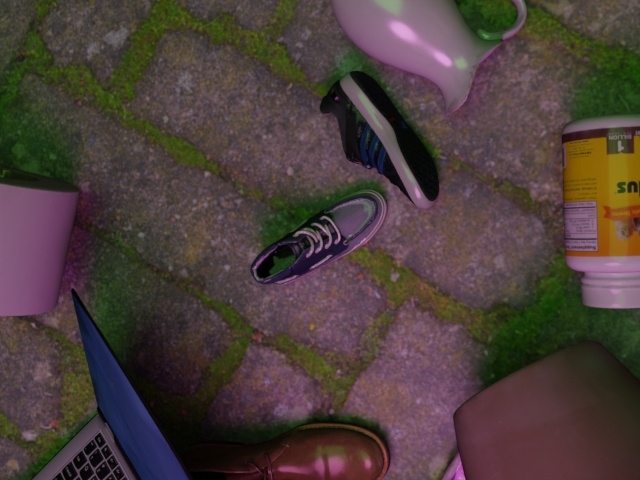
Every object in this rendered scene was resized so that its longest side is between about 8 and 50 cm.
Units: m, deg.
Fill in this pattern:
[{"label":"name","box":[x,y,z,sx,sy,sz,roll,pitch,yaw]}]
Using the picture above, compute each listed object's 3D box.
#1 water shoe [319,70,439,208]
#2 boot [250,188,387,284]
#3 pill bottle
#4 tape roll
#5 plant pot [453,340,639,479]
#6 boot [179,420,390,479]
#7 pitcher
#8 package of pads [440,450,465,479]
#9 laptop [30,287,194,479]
[{"label":"water shoe","box":[0.077,-0.118,1.052,0.080,0.073,0.203,-37,78,35]},{"label":"boot","box":[0.000,0.000,1.056,0.190,0.086,0.069,-37,82,13]},{"label":"pill bottle","box":[0.341,-0.033,0.947,0.117,0.117,0.215,-2,91,15]},{"label":"tape roll","box":[-0.460,-0.013,1.100,0.246,0.246,0.169,15,96,14]},{"label":"plant pot","box":[0.289,0.276,0.897,0.323,0.323,0.280,-33,68,14]},{"label":"boot","box":[-0.062,0.307,1.071,0.305,0.115,0.112,-10,87,14]},{"label":"pitcher","box":[0.133,-0.280,1.005,0.207,0.125,0.177,40,82,0]},{"label":"package of pads","box":[0.193,0.284,1.042,0.050,0.032,0.083,32,100,15]},{"label":"laptop","box":[-0.291,0.354,0.994,0.408,0.236,0.382,-45,54,2]}]
